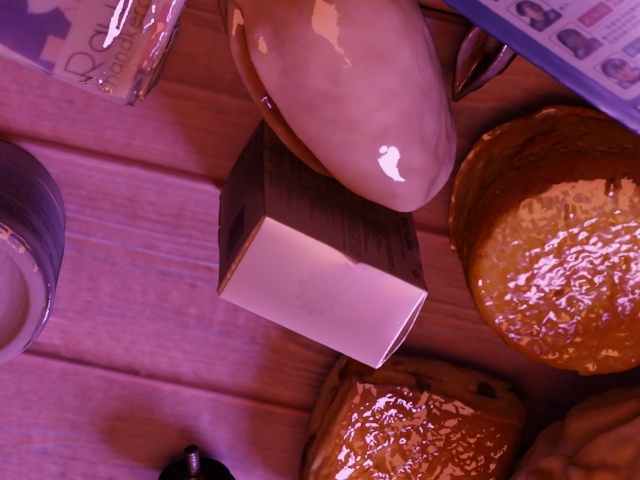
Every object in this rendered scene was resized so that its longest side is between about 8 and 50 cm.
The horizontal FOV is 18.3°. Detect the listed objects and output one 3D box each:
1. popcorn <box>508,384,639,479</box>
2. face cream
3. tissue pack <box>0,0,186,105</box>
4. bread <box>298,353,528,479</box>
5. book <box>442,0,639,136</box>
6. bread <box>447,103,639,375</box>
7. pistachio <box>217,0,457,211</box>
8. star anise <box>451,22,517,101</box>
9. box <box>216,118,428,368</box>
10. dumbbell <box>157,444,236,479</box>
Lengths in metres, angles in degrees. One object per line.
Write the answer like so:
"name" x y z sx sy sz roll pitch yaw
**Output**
"popcorn" 0.325 0.304 1.917 0.354 0.390 0.344 -15 112 53
"face cream" -0.326 0.012 1.824 0.177 0.153 0.177 -1 119 -1
"tissue pack" -0.263 -0.285 1.685 0.344 0.125 0.242 20 115 -15
"bread" 0.081 0.223 1.988 0.210 0.099 0.235 14 111 -12
"book" 0.241 -0.242 1.596 0.428 0.039 0.300 32 137 -23
"bread" 0.242 0.003 1.850 0.268 0.145 0.268 1 120 1
"pistachio" 0.020 -0.170 1.735 0.187 0.187 0.299 -24 123 10
"star anise" 0.177 -0.257 1.734 0.198 0.110 0.257 -10 112 20
"box" 0.000 0.000 1.798 0.168 0.212 0.095 23 113 -13
"dumbbell" -0.122 0.296 2.013 0.099 0.099 0.208 -4 119 0
